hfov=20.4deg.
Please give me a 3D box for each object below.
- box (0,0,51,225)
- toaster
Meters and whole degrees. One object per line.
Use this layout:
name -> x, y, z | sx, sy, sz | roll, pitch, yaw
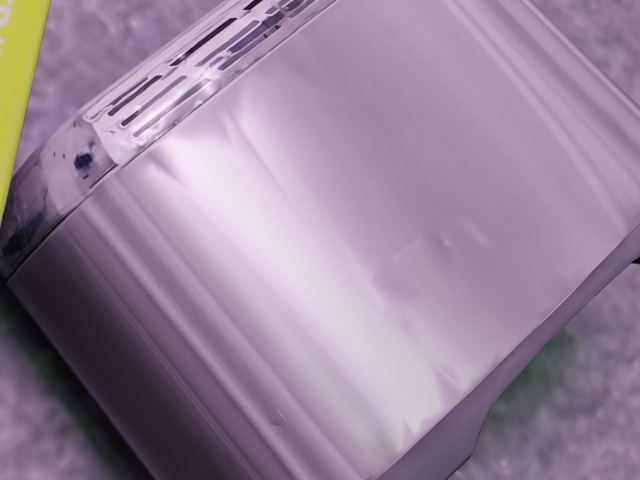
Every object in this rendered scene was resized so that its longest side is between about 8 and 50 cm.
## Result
box -> -0.122, -0.004, 0.499 | 0.042, 0.109, 0.178 | 18, 67, -24
toaster -> 0.000, 0.000, 0.554 | 0.227, 0.129, 0.146 | -41, 92, -29
